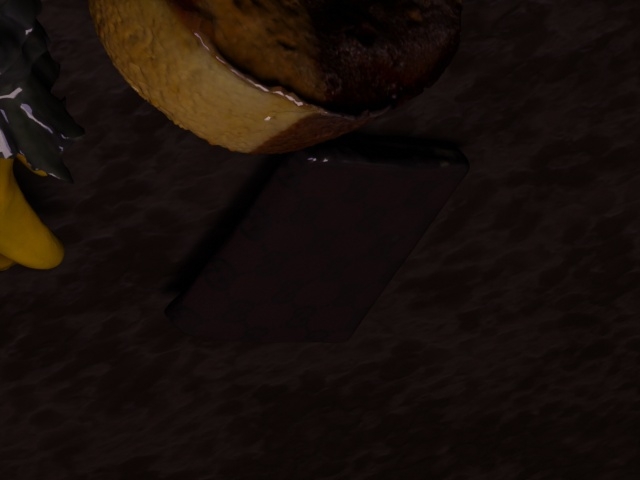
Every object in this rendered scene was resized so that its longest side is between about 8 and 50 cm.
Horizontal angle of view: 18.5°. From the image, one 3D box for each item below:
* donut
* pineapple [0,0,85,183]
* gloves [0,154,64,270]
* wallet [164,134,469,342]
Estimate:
[{"bbox_3d":[-0.026,-0.120,1.297,0.295,0.151,0.112,6,149,-37],"label":"donut"},{"bbox_3d":[-0.167,-0.205,0.885,0.223,0.223,0.357,-6,104,-23],"label":"pineapple"},{"bbox_3d":[-0.262,-0.040,1.342,0.133,0.116,0.294,6,158,8],"label":"gloves"},{"bbox_3d":[0.000,0.000,1.577,0.182,0.049,0.229,5,138,-35],"label":"wallet"}]
